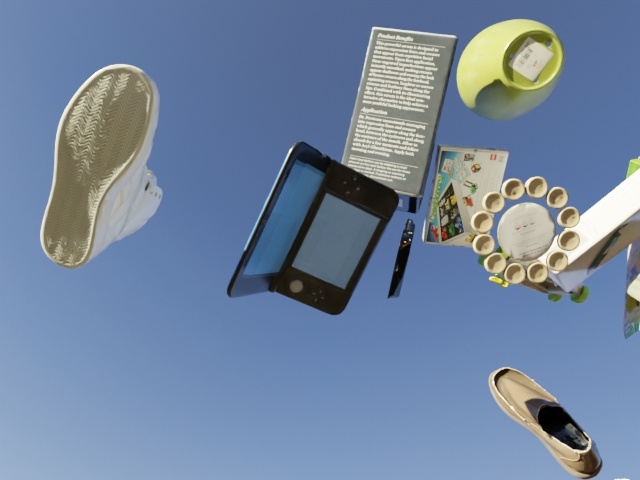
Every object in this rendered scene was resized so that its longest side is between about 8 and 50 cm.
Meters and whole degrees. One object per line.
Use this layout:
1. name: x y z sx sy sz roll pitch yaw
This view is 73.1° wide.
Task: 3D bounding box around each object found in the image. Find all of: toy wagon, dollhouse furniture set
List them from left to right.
1. toy wagon: 0.621 0.101 1.317 0.267 0.068 0.344 27 -6 2
2. dollhouse furniture set: 0.767 -0.163 0.970 0.151 0.076 0.059 -11 -57 -6

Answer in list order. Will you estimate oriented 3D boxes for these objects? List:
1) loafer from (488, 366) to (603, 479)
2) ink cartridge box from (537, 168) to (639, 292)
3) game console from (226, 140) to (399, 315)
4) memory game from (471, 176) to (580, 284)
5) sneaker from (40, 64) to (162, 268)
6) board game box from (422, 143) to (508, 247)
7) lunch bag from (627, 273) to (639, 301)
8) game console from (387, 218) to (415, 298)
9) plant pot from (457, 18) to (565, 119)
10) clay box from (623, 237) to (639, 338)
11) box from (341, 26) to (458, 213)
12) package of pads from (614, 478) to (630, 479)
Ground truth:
1. loafer: 0.642 0.488 1.244 0.133 0.366 0.130 -30 -52 -12
2. ink cartridge box: 0.610 -0.010 0.897 0.296 0.066 0.261 -44 -40 14
3. game console: 0.000 0.000 0.802 0.250 0.173 0.293 24 -81 -11
4. memory game: 0.347 -0.016 0.729 0.186 0.012 0.186 0 -85 0
5. sneaker: -0.290 -0.113 0.630 0.108 0.169 0.293 31 -71 -3
6. board game box: 0.426 -0.128 1.294 0.192 0.053 0.306 5 -63 4
7. lunch bag: 0.425 0.005 0.276 0.286 0.169 0.235 13 -63 -5
8. game console: 0.296 0.040 1.536 0.043 0.361 0.213 14 -63 12
9. plant pot: 0.514 -0.453 1.132 0.274 0.293 0.275 3 -73 11
10. clay box: 0.682 0.092 0.901 0.053 0.222 0.127 8 -21 23
11. box: 0.207 -0.299 1.158 0.211 0.293 0.396 13 -92 12
12. package of pads: 0.301 0.422 0.418 0.101 0.296 0.229 15 -54 32
